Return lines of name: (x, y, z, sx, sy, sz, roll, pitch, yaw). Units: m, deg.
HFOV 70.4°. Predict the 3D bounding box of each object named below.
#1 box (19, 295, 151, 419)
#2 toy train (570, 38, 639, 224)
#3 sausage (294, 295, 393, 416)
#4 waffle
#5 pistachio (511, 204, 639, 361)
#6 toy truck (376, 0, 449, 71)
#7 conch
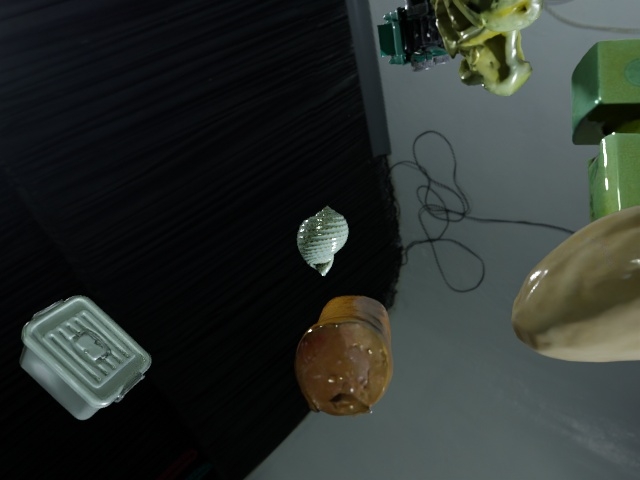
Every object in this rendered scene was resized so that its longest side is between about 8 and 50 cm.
box: (-0.509, 0.256, 0.968, 0.243, 0.163, 0.135, 43, 123, -2)
toy train: (0.462, -0.085, 0.578, 0.254, 0.396, 0.160, 2, 167, 15)
sausage: (0.036, 0.121, 0.533, 0.109, 0.109, 0.270, 51, -173, 3)
waffle: (0.085, -0.278, 0.344, 0.073, 0.317, 0.297, -20, 131, 16)
pistachio: (0.245, 0.037, 0.359, 0.186, 0.108, 0.126, -20, 103, 24)
toy truck: (0.184, -0.360, 0.777, 0.116, 0.216, 0.110, 20, 129, 50)
conch: (-0.006, -0.006, 1.375, 0.172, 0.199, 0.131, 8, 164, 45)
